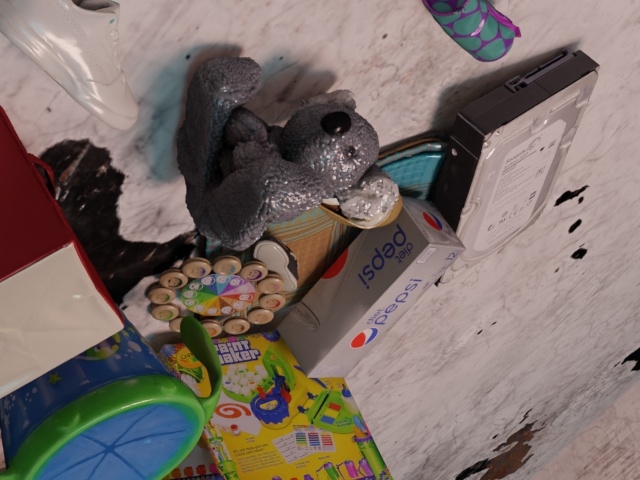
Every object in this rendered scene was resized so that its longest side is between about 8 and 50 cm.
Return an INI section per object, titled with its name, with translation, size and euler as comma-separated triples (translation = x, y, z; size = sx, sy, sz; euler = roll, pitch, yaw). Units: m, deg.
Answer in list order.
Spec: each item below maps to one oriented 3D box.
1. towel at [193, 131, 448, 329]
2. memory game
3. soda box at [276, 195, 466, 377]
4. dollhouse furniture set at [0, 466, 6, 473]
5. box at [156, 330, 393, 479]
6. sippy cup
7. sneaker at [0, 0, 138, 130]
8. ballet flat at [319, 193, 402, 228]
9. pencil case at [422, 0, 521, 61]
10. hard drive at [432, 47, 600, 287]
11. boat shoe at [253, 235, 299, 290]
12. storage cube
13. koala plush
[towel]
translation = 0.000, 0.000, 1.594
size = 0.370, 0.040, 0.271
euler = -21, 147, -24
[memory game]
translation = -0.136, 0.077, 1.521
size = 0.186, 0.012, 0.186
euler = -5, 143, -4
[soda box]
translation = 0.067, 0.069, 1.625
size = 0.091, 0.098, 0.286
euler = 6, 133, -49
[dollhouse furniture set]
translation = -0.335, 0.378, 1.425
size = 0.303, 0.355, 0.174
euler = -17, -169, -13
[box]
translation = -0.096, 0.293, 1.659
size = 0.290, 0.279, 0.177
euler = -3, 148, -43
[sippy cup]
translation = -0.288, 0.173, 1.361
size = 0.240, 0.224, 0.305
euler = -47, 149, 18
[sneaker]
translation = -0.214, -0.180, 1.079
size = 0.094, 0.080, 0.212
euler = -47, 149, -2
[ballet flat]
translation = 0.030, -0.054, 1.452
size = 0.232, 0.073, 0.080
euler = 22, 110, -40
[pencil case]
translation = 0.178, -0.265, 1.358
size = 0.070, 0.064, 0.152
euler = -19, 158, 24
[hard drive]
translation = 0.264, -0.098, 1.655
size = 0.237, 0.064, 0.339
euler = -31, 151, -29
[boat shoe]
translation = -0.054, 0.022, 1.503
size = 0.046, 0.038, 0.125
euler = -1, 150, 18
[storage cube]
translation = -0.334, 0.023, 1.126
size = 0.215, 0.193, 0.183
euler = -30, 151, -10
[koala plush]
translation = -0.030, -0.094, 1.293
size = 0.221, 0.196, 0.203
euler = -17, 158, -30
